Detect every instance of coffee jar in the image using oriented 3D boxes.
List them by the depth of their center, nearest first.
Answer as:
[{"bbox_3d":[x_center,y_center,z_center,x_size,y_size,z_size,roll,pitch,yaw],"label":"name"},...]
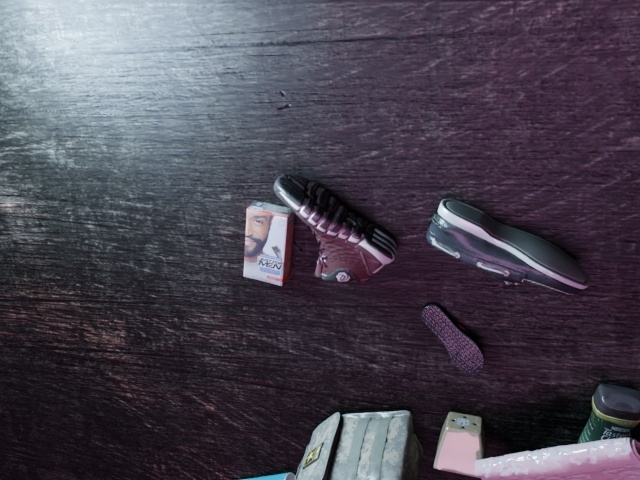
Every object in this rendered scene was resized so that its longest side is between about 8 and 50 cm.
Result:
[{"bbox_3d":[0.592,0.381,1.303,0.096,0.079,0.184,9,119,11],"label":"coffee jar"}]

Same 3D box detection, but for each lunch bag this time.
[{"bbox_3d":[0.072,0.524,1.459,0.287,0.235,0.169,-9,119,21],"label":"lunch bag"}]

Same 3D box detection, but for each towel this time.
[{"bbox_3d":[0.539,0.501,1.313,0.331,0.053,0.317,-26,129,36],"label":"towel"}]

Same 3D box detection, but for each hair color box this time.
[{"bbox_3d":[-0.110,0.007,1.357,0.093,0.053,0.167,13,118,13],"label":"hair color box"}]

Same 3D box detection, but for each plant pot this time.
[{"bbox_3d":[0.316,0.446,1.419,0.109,0.109,0.096,8,106,15],"label":"plant pot"}]

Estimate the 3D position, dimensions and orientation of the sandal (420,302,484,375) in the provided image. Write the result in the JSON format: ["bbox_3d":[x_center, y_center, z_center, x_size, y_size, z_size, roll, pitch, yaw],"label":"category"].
[{"bbox_3d":[0.283,0.203,1.343,0.067,0.040,0.179,-41,84,25],"label":"sandal"}]

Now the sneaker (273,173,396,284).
[{"bbox_3d":[0.000,0.000,1.290,0.281,0.106,0.162,35,125,-2],"label":"sneaker"}]

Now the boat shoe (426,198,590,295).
[{"bbox_3d":[0.344,0.028,1.190,0.302,0.114,0.091,31,122,15],"label":"boat shoe"}]

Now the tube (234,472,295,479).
[{"bbox_3d":[-0.154,0.666,1.723,0.207,0.052,0.080,-24,97,34],"label":"tube"}]
